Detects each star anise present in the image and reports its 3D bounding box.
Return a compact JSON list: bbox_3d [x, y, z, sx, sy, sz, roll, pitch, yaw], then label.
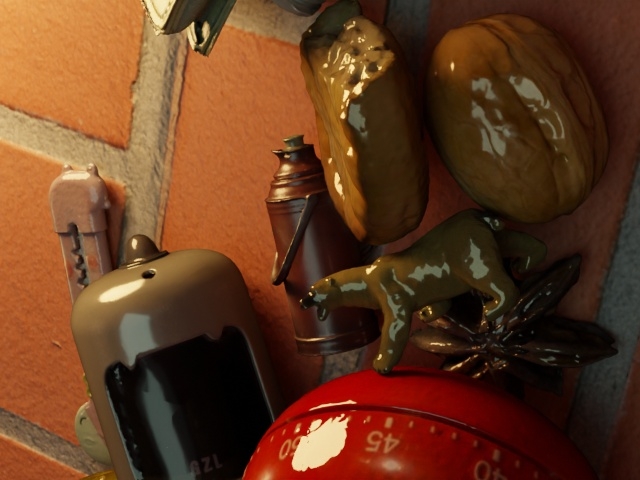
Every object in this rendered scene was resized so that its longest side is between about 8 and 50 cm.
[{"bbox_3d":[0.176,0.089,1.253,0.229,0.093,0.236,35,122,10],"label":"star anise"}]

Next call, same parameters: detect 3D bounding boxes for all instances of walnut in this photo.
[{"bbox_3d":[0.181,-0.112,1.145,0.159,0.159,0.206,-30,94,32],"label":"walnut"}]

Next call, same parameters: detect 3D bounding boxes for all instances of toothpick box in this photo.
[{"bbox_3d":[-0.160,0.144,1.393,0.229,0.229,0.316,-14,96,32],"label":"toothpick box"}]

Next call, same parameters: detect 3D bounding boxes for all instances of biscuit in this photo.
[{"bbox_3d":[0.047,-0.109,1.184,0.091,0.274,0.213,-15,123,-6],"label":"biscuit"}]

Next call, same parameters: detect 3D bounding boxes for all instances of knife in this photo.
[{"bbox_3d":[-0.283,0.100,1.536,0.132,0.038,0.398,0,104,26],"label":"knife"}]

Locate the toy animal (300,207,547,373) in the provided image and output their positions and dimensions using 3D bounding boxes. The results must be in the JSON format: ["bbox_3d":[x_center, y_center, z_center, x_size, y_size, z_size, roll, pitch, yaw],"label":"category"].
[{"bbox_3d":[0.096,0.037,1.152,0.219,0.103,0.101,-29,106,21],"label":"toy animal"}]

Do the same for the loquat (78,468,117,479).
[{"bbox_3d":[-0.232,0.395,1.509,0.213,0.213,0.246,-7,141,30],"label":"loquat"}]

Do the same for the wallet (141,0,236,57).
[{"bbox_3d":[-0.087,-0.362,1.216,0.309,0.077,0.223,-52,38,30],"label":"wallet"}]

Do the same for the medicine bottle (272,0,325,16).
[{"bbox_3d":[0.016,-0.316,1.203,0.107,0.107,0.191,47,121,9],"label":"medicine bottle"}]

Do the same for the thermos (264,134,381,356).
[{"bbox_3d":[0.000,-0.001,1.320,0.124,0.099,0.232,-12,99,-6],"label":"thermos"}]

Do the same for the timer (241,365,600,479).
[{"bbox_3d":[0.101,0.296,1.205,0.378,0.279,0.378,15,137,15],"label":"timer"}]
